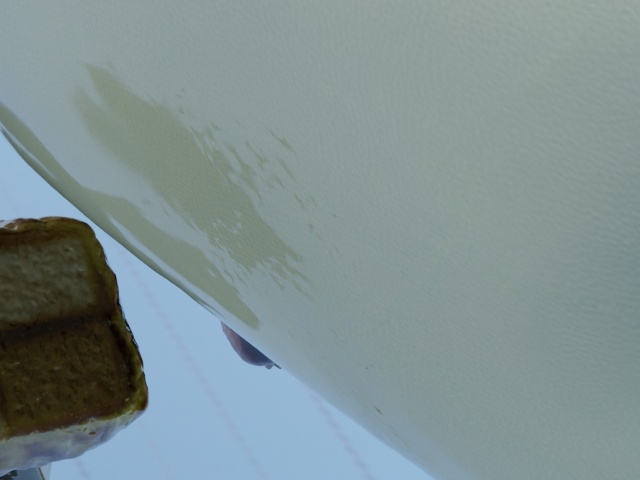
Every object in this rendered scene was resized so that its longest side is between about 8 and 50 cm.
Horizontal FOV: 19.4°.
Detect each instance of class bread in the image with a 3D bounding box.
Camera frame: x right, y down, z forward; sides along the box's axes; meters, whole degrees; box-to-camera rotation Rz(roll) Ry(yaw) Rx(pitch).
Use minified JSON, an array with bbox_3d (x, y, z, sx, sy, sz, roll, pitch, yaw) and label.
[{"bbox_3d":[-0.237,0.072,1.279,0.222,0.096,0.181,-9,-101,-26],"label":"bread"}]

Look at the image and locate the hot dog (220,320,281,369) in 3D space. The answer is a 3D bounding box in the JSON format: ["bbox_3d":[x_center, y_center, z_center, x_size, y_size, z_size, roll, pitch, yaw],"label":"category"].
[{"bbox_3d":[0.000,0.000,1.594,0.163,0.270,0.082,16,-154,5],"label":"hot dog"}]

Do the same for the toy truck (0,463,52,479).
[{"bbox_3d":[-0.424,0.155,1.485,0.405,0.254,0.180,-9,-149,5],"label":"toy truck"}]

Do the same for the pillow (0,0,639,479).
[{"bbox_3d":[0.009,-0.054,0.438,0.120,0.255,0.322,-36,-128,-24],"label":"pillow"}]
